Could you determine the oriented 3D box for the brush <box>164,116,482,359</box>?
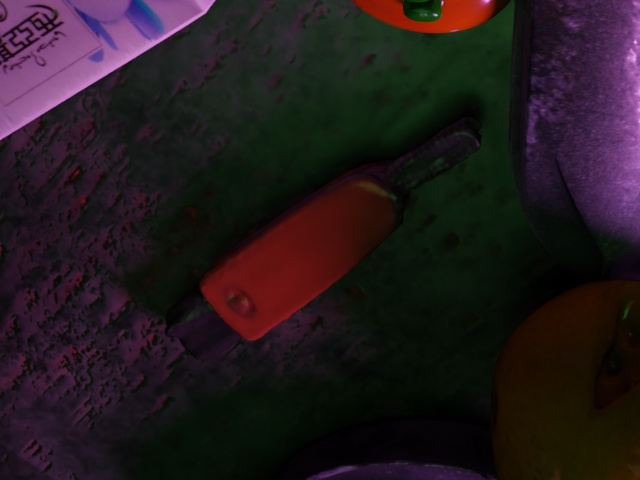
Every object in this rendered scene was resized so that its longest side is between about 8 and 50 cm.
[{"bbox_3d":[0.000,0.000,1.016,0.323,0.051,0.070,-34,101,31],"label":"brush"}]

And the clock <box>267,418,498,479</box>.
[{"bbox_3d":[0.101,0.323,1.166,0.386,0.076,0.386,6,122,9],"label":"clock"}]

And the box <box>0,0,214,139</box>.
[{"bbox_3d":[-0.207,-0.200,0.880,0.274,0.116,0.203,-23,115,36],"label":"box"}]

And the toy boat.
[{"bbox_3d":[0.197,-0.086,0.887,0.141,0.092,0.319,-5,134,0],"label":"toy boat"}]

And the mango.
[{"bbox_3d":[0.271,0.188,0.926,0.365,0.182,0.253,46,150,12],"label":"mango"}]

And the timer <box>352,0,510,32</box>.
[{"bbox_3d":[0.067,-0.184,0.847,0.136,0.136,0.099,5,115,11],"label":"timer"}]
